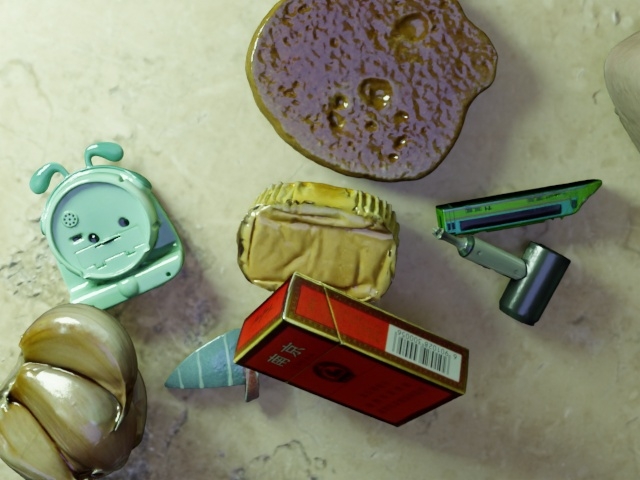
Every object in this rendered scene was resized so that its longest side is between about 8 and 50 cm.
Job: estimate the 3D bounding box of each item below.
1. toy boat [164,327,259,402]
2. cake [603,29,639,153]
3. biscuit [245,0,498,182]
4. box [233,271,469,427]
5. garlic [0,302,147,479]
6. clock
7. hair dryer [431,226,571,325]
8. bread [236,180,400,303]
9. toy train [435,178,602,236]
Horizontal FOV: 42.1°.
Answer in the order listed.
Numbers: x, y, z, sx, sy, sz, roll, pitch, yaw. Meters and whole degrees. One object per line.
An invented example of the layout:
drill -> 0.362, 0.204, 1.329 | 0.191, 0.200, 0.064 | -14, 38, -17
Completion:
toy boat -> -0.140, 0.161, 1.052 | 0.122, 0.034, 0.096 | -3, 96, -3
cake -> 0.510, -0.144, 0.953 | 0.237, 0.230, 0.309 | -33, 102, 3
biscuit -> 0.057, -0.204, 0.991 | 0.273, 0.049, 0.257 | 32, 94, -12
box -> 0.035, 0.137, 0.990 | 0.239, 0.153, 0.074 | 25, 58, -16
garlic -> -0.283, 0.181, 0.981 | 0.191, 0.160, 0.214 | 34, 92, 5
clock -> -0.261, -0.017, 0.992 | 0.148, 0.060, 0.189 | -26, 101, 0
hair dryer -> 0.212, 0.029, 1.029 | 0.197, 0.057, 0.100 | 25, 97, -23
bread -> 0.000, 0.000, 0.996 | 0.190, 0.114, 0.132 | 11, 110, 1
toy train -> 0.253, -0.039, 1.043 | 0.209, 0.044, 0.042 | -10, 101, -3
